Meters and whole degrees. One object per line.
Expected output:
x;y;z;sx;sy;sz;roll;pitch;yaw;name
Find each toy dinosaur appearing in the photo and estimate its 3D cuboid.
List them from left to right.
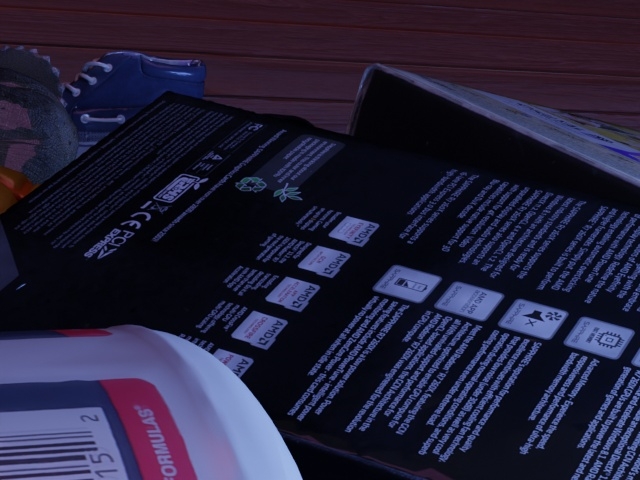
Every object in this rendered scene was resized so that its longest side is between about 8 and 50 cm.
-0.224;-0.070;1.143;0.160;0.121;0.313;-12;16;-16;toy dinosaur

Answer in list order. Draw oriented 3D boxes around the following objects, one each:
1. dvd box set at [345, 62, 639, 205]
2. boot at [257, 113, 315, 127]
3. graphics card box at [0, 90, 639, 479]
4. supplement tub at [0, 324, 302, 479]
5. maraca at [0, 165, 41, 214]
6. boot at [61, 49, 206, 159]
0.263;-0.002;1.042;0.420;0.062;0.307;9;14;-38;dvd box set
0.000;0.000;1.022;0.207;0.094;0.246;12;23;31;boot
0.032;0.054;0.742;0.370;0.094;0.233;16;35;22;graphics card box
-0.145;0.116;0.370;0.272;0.191;0.191;-1;17;-25;supplement tub
-0.202;0.010;0.894;0.185;0.099;0.127;-3;10;-30;maraca
-0.183;-0.108;1.349;0.190;0.086;0.069;4;16;-11;boot
